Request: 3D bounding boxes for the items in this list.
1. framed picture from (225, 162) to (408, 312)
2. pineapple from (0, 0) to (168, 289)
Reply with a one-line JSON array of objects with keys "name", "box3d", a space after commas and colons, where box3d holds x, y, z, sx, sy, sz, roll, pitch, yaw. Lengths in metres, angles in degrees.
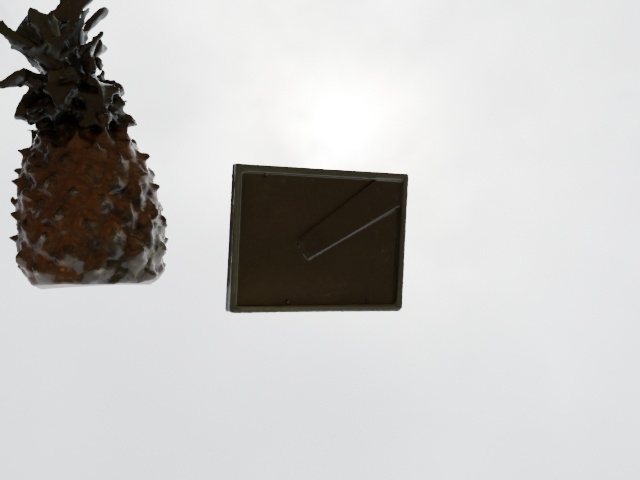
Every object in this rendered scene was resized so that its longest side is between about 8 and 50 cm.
[{"name": "framed picture", "box3d": [0.000, 0.000, 1.043, 0.203, 0.150, 0.015, 1, -177, -29]}, {"name": "pineapple", "box3d": [-0.253, -0.116, 1.071, 0.169, 0.169, 0.340, -7, -96, 4]}]
